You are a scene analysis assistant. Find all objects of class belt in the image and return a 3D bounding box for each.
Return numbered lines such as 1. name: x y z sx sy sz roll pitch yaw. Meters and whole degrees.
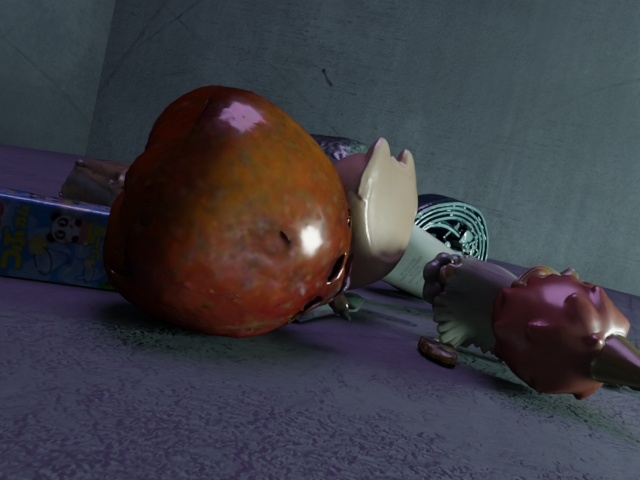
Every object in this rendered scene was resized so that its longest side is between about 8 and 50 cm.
1. belt: 0.215 0.014 1.362 0.268 0.206 0.116 -2 14 -34

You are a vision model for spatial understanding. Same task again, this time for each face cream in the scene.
1. face cream: 0.180 0.048 1.190 0.314 0.143 0.089 27 29 -19

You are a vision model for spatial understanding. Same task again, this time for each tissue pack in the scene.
1. tissue pack: -0.301 -0.065 1.223 0.257 0.122 0.215 31 15 37

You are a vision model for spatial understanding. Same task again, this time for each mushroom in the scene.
1. mushroom: 0.152 0.141 0.897 0.049 0.019 0.101 13 6 -10

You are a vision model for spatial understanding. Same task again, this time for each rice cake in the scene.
1. rice cake: 0.009 0.092 0.987 0.033 0.033 0.208 28 10 26

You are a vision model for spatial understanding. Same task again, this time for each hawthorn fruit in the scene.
1. hawthorn fruit: -0.075 -0.007 0.769 0.307 0.276 0.276 33 0 -17

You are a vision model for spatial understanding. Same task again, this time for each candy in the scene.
1. candy: -0.327 -0.003 0.822 0.195 0.097 0.062 10 10 -24

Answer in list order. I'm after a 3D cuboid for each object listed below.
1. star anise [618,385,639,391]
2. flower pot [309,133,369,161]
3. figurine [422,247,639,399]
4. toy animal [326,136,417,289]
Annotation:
1. star anise: 0.446 0.181 0.984 0.129 0.056 0.124 10 17 -4
2. flower pot: -0.059 -0.085 1.360 0.283 0.298 0.299 11 5 14
3. figurine: 0.270 0.094 0.854 0.207 0.166 0.387 53 -16 -23
4. toy animal: 0.009 -0.027 1.057 0.256 0.212 0.195 -8 -8 37
